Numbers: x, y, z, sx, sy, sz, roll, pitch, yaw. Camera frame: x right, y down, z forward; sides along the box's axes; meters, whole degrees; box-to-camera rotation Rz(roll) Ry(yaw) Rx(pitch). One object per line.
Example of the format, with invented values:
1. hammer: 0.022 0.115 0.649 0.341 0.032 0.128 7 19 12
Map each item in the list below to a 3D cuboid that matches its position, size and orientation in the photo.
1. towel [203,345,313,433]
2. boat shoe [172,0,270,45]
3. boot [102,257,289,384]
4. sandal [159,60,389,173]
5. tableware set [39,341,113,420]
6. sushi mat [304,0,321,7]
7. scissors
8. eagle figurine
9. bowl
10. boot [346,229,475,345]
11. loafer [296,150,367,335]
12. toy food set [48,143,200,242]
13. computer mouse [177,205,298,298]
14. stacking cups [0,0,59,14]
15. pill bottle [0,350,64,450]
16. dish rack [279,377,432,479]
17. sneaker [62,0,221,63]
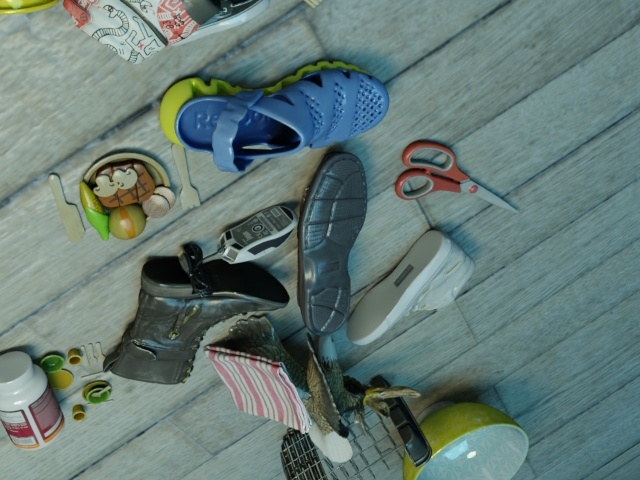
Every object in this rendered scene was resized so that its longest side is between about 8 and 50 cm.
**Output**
1. towel: -0.109 0.247 1.204 0.029 0.197 0.144 -44 123 -36
2. boat shoe: -0.131 -0.284 0.888 0.142 0.049 0.040 -24 131 -5
3. boot: -0.201 0.141 1.160 0.263 0.091 0.229 9 123 -21
4. sandal: -0.046 -0.157 0.968 0.317 0.138 0.126 -14 127 -18
5. tableware set: -0.395 0.234 1.168 0.104 0.024 0.154 -11 129 -18
6. sushi mat: -0.068 -0.417 0.837 0.316 0.019 0.151 27 109 -38
7. scissors: 0.254 -0.102 1.230 0.297 0.021 0.109 7 119 -28
8. eagle figurine: -0.010 0.251 1.268 0.226 0.225 0.298 -42 143 22
9. bowl: 0.289 0.447 1.574 0.289 0.156 0.289 -13 129 -17
10. boot: 0.170 0.108 1.298 0.123 0.095 0.258 35 104 -33
11. loafer: 0.000 0.000 1.140 0.109 0.095 0.303 -5 112 -27
12. toy food set: -0.267 -0.060 0.997 0.192 0.038 0.132 -18 130 -13
13. computer mouse: -0.117 0.012 1.091 0.193 0.106 0.042 -27 134 -14
14. stacking cups: -0.326 -0.390 0.696 0.096 0.096 0.316 -10 124 -19
15. pill bottle: -0.455 0.245 1.106 0.086 0.086 0.152 -15 130 -15
16. dish rack: 0.056 0.398 1.397 0.271 0.208 0.074 -32 123 1
17. sneaker: -0.245 -0.317 0.778 0.145 0.090 0.270 -31 124 16
